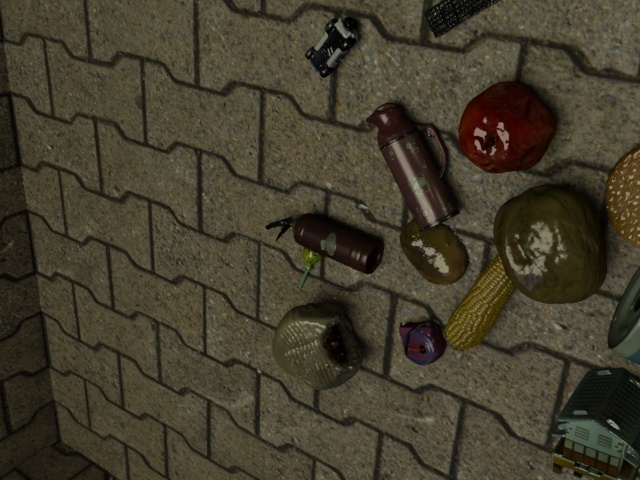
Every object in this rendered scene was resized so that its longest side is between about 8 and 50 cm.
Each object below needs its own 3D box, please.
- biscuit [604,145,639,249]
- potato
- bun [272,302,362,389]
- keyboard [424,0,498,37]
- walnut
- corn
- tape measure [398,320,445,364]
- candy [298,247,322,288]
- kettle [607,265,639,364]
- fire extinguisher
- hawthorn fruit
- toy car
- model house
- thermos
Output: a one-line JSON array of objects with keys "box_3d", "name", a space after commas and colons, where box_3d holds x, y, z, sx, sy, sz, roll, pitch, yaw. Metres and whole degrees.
[{"box_3d": [0.728, -0.090, 1.521, 0.254, 0.035, 0.254, 17, 120, 31], "name": "biscuit"}, {"box_3d": [0.289, 0.033, 1.885, 0.200, 0.081, 0.164, 46, 129, 10], "name": "potato"}, {"box_3d": [-0.003, 0.303, 2.150, 0.282, 0.205, 0.281, 8, 113, 19], "name": "bun"}, {"box_3d": [0.336, -0.543, 1.629, 0.231, 0.023, 0.072, -23, 92, 41], "name": "keyboard"}, {"box_3d": [0.510, 0.013, 1.603, 0.283, 0.283, 0.227, 66, 160, -5], "name": "walnut"}, {"box_3d": [0.416, 0.162, 1.829, 0.106, 0.106, 0.305, 39, 126, 17], "name": "corn"}, {"box_3d": [0.284, 0.281, 2.002, 0.118, 0.074, 0.125, -2, 103, 44], "name": "tape measure"}, {"box_3d": [-0.039, 0.083, 2.185, 0.062, 0.058, 0.194, 15, 135, -5], "name": "candy"}, {"box_3d": [0.816, 0.156, 1.456, 0.342, 0.247, 0.319, 26, 101, 11], "name": "kettle"}, {"box_3d": [0.000, 0.000, 2.051, 0.344, 0.138, 0.102, 23, 143, 27], "name": "fire extinguisher"}, {"box_3d": [0.391, -0.234, 1.579, 0.207, 0.243, 0.207, 15, 119, 29], "name": "hawthorn fruit"}, {"box_3d": [0.036, -0.500, 1.844, 0.080, 0.070, 0.171, 52, 133, 7], "name": "toy car"}, {"box_3d": [0.666, 0.442, 1.689, 0.198, 0.224, 0.215, 18, 123, 33], "name": "model house"}, {"box_3d": [0.236, -0.197, 1.797, 0.136, 0.109, 0.330, -27, 89, 41], "name": "thermos"}]
